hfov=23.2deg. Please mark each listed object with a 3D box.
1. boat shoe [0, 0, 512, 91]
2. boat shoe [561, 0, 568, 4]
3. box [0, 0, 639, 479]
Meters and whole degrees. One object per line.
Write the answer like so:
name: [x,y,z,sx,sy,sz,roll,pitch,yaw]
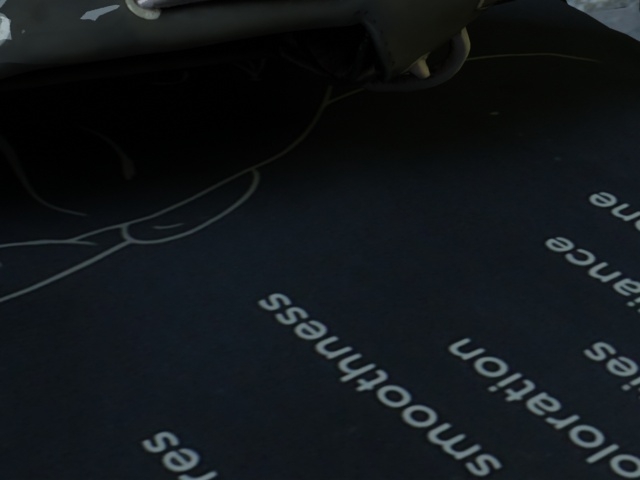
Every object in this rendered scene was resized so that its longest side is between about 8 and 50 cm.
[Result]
boat shoe: [-0.041,-0.071,0.474,0.335,0.096,0.112,-4,-1,-18]
boat shoe: [0.116,-0.078,0.917,0.072,0.068,0.190,-20,33,22]
box: [-0.070,0.115,0.511,0.471,0.297,0.480,-20,41,-35]
